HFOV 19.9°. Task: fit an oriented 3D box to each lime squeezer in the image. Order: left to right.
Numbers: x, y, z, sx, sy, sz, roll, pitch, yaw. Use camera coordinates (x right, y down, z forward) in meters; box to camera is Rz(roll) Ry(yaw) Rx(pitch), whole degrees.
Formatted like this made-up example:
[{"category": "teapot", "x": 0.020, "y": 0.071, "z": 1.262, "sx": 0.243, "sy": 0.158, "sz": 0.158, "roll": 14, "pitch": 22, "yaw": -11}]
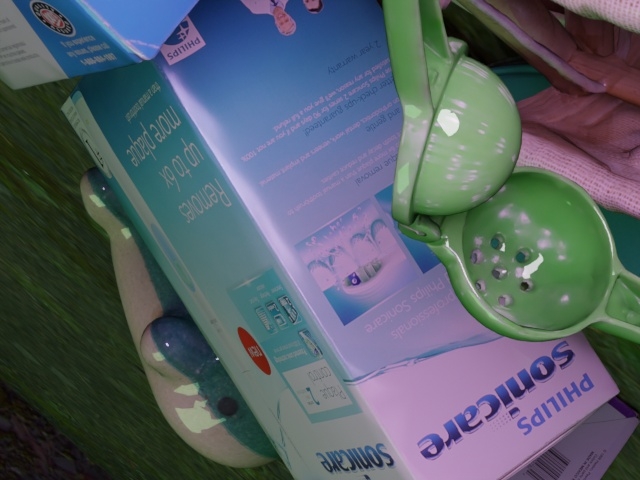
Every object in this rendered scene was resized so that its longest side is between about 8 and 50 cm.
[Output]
[{"category": "lime squeezer", "x": 0.064, "y": -0.011, "z": 0.535, "sx": 0.110, "sy": 0.059, "sz": 0.310, "roll": 21, "pitch": 161, "yaw": 49}]

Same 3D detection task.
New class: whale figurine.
[{"category": "whale figurine", "x": -0.076, "y": 0.040, "z": 1.416, "sx": 0.272, "sy": 0.141, "sz": 0.216, "roll": 60, "pitch": -161, "yaw": -6}]

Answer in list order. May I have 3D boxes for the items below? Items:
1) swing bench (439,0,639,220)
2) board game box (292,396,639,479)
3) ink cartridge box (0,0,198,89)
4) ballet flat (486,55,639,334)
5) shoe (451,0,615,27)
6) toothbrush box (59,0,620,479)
[{"category": "swing bench", "x": 0.158, "y": -0.071, "z": 0.556, "sx": 0.253, "sy": 0.165, "sz": 0.254, "roll": 26, "pitch": 160, "yaw": 34}, {"category": "board game box", "x": 0.093, "y": 0.158, "z": 1.330, "sx": 0.142, "sy": 0.144, "sz": 0.275, "roll": 39, "pitch": 162, "yaw": -1}, {"category": "ink cartridge box", "x": -0.139, "y": -0.208, "z": 0.791, "sx": 0.233, "sy": 0.168, "sz": 0.171, "roll": 45, "pitch": 162, "yaw": -22}, {"category": "ballet flat", "x": 0.188, "y": -0.004, "z": 0.790, "sx": 0.348, "sy": 0.123, "sz": 0.123, "roll": 20, "pitch": 156, "yaw": 52}, {"category": "shoe", "x": 0.042, "y": -0.148, "z": 0.732, "sx": 0.219, "sy": 0.076, "sz": 0.058, "roll": 34, "pitch": -172, "yaw": -17}, {"category": "toothbrush box", "x": 0.000, "y": 0.000, "z": 0.993, "sx": 0.295, "sy": 0.126, "sz": 0.216, "roll": 57, "pitch": 162, "yaw": -2}]
